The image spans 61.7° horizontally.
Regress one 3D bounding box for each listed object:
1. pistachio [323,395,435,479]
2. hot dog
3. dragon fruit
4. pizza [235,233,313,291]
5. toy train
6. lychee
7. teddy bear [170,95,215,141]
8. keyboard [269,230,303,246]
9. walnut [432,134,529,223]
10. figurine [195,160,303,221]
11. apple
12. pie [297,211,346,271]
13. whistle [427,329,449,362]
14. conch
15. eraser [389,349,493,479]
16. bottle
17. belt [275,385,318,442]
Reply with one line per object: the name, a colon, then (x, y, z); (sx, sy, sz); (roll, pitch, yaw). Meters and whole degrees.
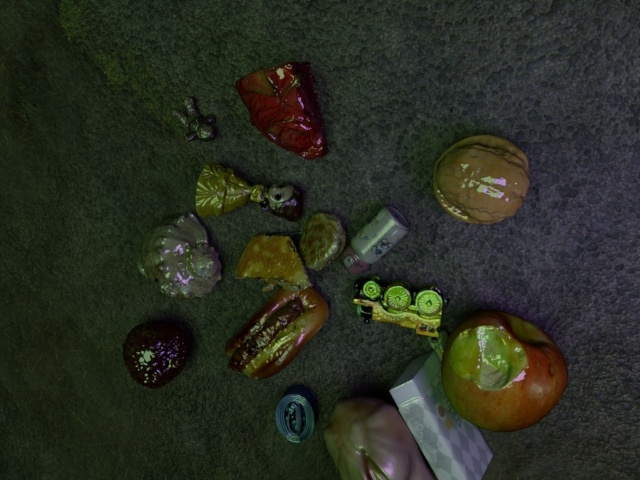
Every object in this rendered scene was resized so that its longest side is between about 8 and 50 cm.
pistachio: (0.193, 0.671, 1.647); (0.281, 0.365, 0.446); (-41, 89, 7)
hot dog: (-0.163, 0.316, 1.743); (0.185, 0.223, 0.405); (45, 112, 0)
dragon fruit: (-0.067, -0.390, 1.580); (0.240, 0.302, 0.330); (-39, 108, -10)
pizza: (-0.137, 0.077, 1.705); (0.296, 0.071, 0.189); (10, 76, 35)
toy train: (0.242, 0.199, 1.651); (0.295, 0.100, 0.161); (10, 103, 15)
lychee: (-0.587, 0.395, 1.892); (0.271, 0.235, 0.236); (7, 107, 41)
teddy bear: (-0.402, -0.375, 1.727); (0.119, 0.078, 0.160); (-42, 81, -13)
keyboard: (-0.094, -0.004, 1.754); (0.154, 0.010, 0.053); (-2, 103, 18)
walnut: (0.429, -0.165, 1.441); (0.256, 0.224, 0.258); (2, 96, 19)
figurine: (-0.208, -0.145, 1.679); (0.314, 0.187, 0.168); (7, 115, 9)
apple: (0.498, 0.366, 1.492); (0.339, 0.339, 0.340); (4, 104, 16)
pie: (0.000, 0.000, 1.668); (0.193, 0.078, 0.163); (-40, 66, 32)
whistle: (0.437, 0.428, 1.673); (0.067, 0.057, 0.327); (-29, 93, 21)
conch: (-0.506, 0.056, 1.802); (0.351, 0.210, 0.298); (-5, 87, 16)
eraser: (0.379, 0.567, 1.660); (0.082, 0.213, 0.397); (-26, 94, 41)
bottle: (0.156, 0.006, 1.628); (0.110, 0.110, 0.233); (46, 111, 2)
belt: (-0.080, 0.605, 1.862); (0.141, 0.082, 0.191); (3, 103, 13)
